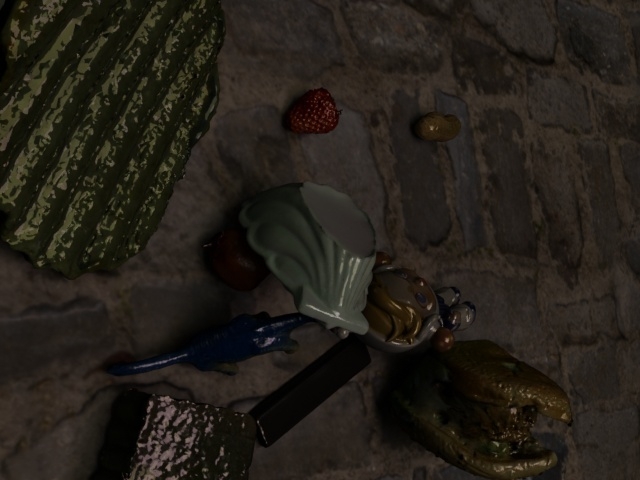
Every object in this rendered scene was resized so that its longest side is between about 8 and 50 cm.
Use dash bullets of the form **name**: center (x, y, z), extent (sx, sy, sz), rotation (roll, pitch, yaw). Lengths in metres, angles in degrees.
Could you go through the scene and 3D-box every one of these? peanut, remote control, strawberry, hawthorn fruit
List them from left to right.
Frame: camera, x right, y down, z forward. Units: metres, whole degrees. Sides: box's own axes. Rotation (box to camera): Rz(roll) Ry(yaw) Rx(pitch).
- **hawthorn fruit**: center (-0.113, 0.021, 1.074), extent (0.093, 0.081, 0.081), rotation (43, 62, -30)
- **strawberry**: center (-0.013, -0.189, 1.181), extent (0.083, 0.073, 0.074), rotation (-19, 102, -25)
- **remote control**: center (-0.010, 0.221, 1.196), extent (0.245, 0.025, 0.063), rotation (-33, 106, -38)
- **peanut**: center (0.209, -0.199, 1.393), extent (0.113, 0.053, 0.054), rotation (-8, 94, -45)

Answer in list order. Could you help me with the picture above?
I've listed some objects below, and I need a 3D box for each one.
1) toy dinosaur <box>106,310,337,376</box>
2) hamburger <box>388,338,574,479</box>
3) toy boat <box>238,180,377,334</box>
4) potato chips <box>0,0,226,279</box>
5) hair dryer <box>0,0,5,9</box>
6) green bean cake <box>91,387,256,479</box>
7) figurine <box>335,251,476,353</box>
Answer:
- **toy dinosaur**: center (-0.117, 0.129, 0.996), extent (0.188, 0.247, 0.075), rotation (7, 69, -62)
- **hamburger**: center (0.231, 0.259, 1.249), extent (0.192, 0.288, 0.168), rotation (3, 105, -30)
- **toy boat**: center (0.000, 0.000, 1.052), extent (0.199, 0.290, 0.100), rotation (19, 120, -27)
- **potato chips**: center (-0.231, -0.167, 0.897), extent (0.429, 0.070, 0.358), rotation (-63, 156, -11)
- **hair dryer**: center (-0.381, -0.339, 0.841), extent (0.357, 0.107, 0.173), rotation (54, 53, -19)
- **green bean cake**: center (-0.183, 0.285, 0.988), extent (0.181, 0.094, 0.173), rotation (23, 73, -39)
- **figurine**: center (0.140, 0.105, 1.281), extent (0.194, 0.133, 0.274), rotation (43, 23, 11)
